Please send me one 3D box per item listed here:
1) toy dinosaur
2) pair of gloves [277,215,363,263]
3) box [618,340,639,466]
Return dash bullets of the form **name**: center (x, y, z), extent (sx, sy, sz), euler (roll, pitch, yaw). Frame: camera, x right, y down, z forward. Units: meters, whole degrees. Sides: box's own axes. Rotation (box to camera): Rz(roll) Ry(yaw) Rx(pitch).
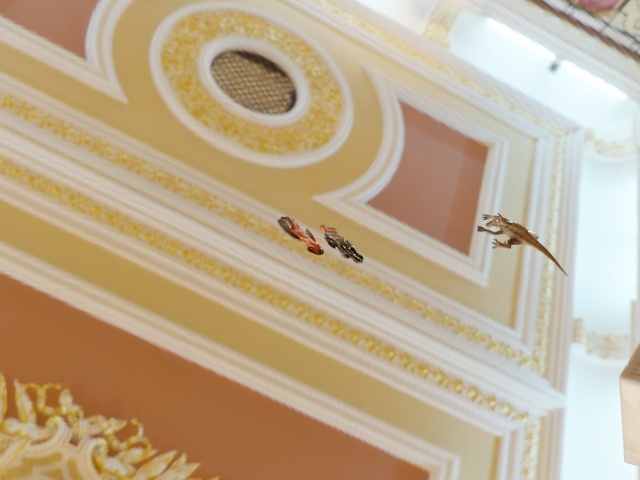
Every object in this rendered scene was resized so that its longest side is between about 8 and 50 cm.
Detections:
- **toy dinosaur**: center (0.307, -0.009, 1.346), extent (0.092, 0.053, 0.183), euler (5, -158, -32)
- **pair of gloves**: center (0.000, 0.000, 0.835), extent (0.083, 0.010, 0.074), euler (15, -161, -35)
- **box**: center (0.505, 0.228, 1.145), extent (0.181, 0.182, 0.119), euler (15, -133, 38)
